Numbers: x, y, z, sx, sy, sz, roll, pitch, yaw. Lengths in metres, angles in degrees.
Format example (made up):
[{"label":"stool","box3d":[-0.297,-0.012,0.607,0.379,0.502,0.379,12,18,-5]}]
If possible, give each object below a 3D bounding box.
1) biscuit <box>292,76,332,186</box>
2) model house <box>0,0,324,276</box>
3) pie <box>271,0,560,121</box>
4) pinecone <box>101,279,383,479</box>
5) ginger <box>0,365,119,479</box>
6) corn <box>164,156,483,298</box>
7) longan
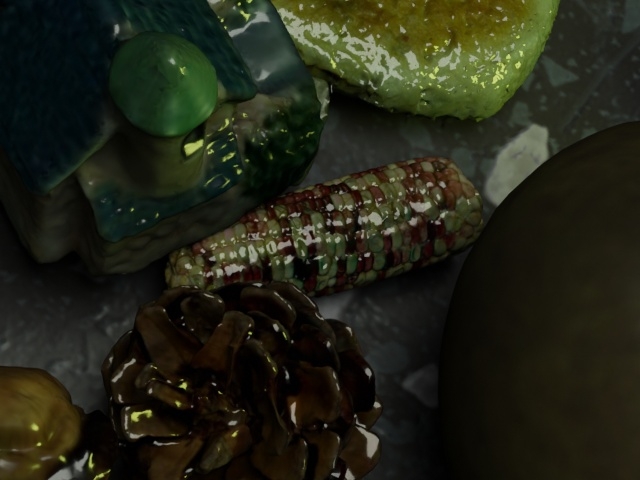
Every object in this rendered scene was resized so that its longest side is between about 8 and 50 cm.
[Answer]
[{"label":"biscuit","box3d":[-0.154,-0.120,1.466,0.322,0.038,0.099,15,67,-3]},{"label":"model house","box3d":[-0.140,-0.168,1.321,0.243,0.284,0.298,-27,73,-14]},{"label":"pie","box3d":[0.048,-0.236,1.573,0.323,0.070,0.323,6,66,-14]},{"label":"pinecone","box3d":[-0.055,0.108,1.331,0.184,0.204,0.179,-25,74,-8]},{"label":"ginger","box3d":[-0.284,0.169,1.237,0.223,0.200,0.269,34,62,-13]},{"label":"corn","box3d":[0.000,0.000,1.458,0.253,0.086,0.086,-17,75,-19]},{"label":"longan","box3d":[0.249,0.095,1.355,0.361,0.361,0.361,6,68,-15]}]
